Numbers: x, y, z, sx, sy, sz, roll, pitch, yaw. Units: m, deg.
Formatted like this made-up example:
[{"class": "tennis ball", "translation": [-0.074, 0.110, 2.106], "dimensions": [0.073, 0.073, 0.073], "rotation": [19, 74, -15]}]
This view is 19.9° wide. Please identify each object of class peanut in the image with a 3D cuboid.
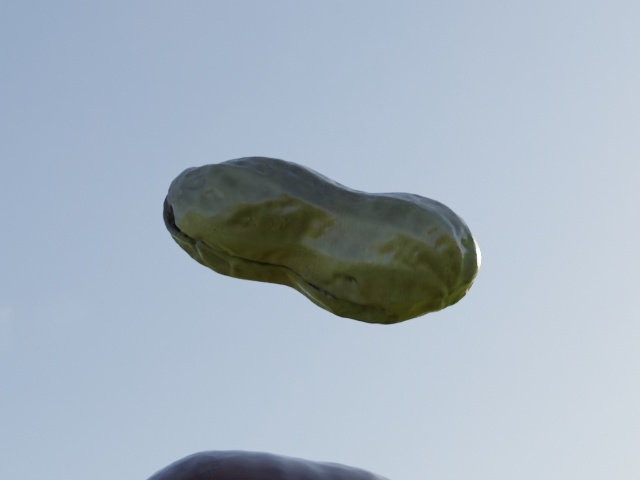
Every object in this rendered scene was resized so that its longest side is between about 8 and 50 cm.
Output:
[{"class": "peanut", "translation": [0.000, 0.000, 1.644], "dimensions": [0.290, 0.130, 0.130], "rotation": [16, -23, -1]}]

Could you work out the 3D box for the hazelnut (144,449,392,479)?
[{"class": "hazelnut", "translation": [-0.041, 0.358, 1.709], "dimensions": [0.409, 0.359, 0.359], "rotation": [11, -30, -23]}]
